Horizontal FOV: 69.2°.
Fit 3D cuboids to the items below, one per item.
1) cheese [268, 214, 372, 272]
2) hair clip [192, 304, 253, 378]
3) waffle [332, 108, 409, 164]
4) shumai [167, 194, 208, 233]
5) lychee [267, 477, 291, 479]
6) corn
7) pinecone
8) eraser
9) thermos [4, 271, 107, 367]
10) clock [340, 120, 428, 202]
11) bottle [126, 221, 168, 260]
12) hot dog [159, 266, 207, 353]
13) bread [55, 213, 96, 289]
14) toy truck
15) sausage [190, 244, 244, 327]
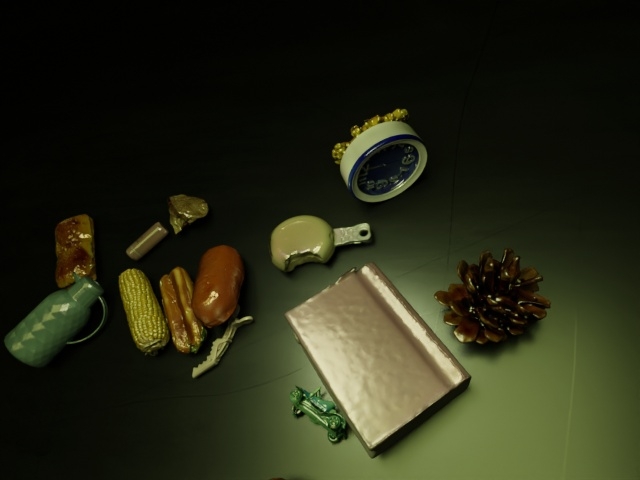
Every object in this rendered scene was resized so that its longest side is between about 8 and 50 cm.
[{"bbox_3d":[0.000,0.000,1.281,0.286,0.082,0.163,-8,63,14],"label":"cheese"},{"bbox_3d":[-0.264,0.283,1.255,0.072,0.034,0.226,25,75,27],"label":"hair clip"},{"bbox_3d":[0.137,-0.287,1.301,0.228,0.231,0.051,-30,85,-4],"label":"waffle"},{"bbox_3d":[-0.429,-0.094,1.481,0.123,0.105,0.139,-14,61,-40],"label":"shumai"},{"bbox_3d":[-0.088,0.603,0.955,0.194,0.194,0.194,-8,62,15],"label":"lychee"},{"bbox_3d":[-0.516,0.198,1.350,0.106,0.106,0.293,-33,56,1],"label":"corn"},{"bbox_3d":[0.385,0.120,1.027,0.228,0.201,0.202,-23,71,-22],"label":"pinecone"},{"bbox_3d":[0.119,0.257,1.068,0.272,0.122,0.359,-33,57,-12],"label":"eraser"},{"bbox_3d":[-0.770,0.243,1.392,0.182,0.145,0.286,45,82,-1],"label":"thermos"},{"bbox_3d":[0.169,-0.206,1.239,0.230,0.230,0.083,-26,58,5],"label":"clock"},{"bbox_3d":[-0.553,0.004,1.482,0.140,0.053,0.053,-44,59,-5],"label":"bottle"},{"bbox_3d":[-0.393,0.200,1.318,0.115,0.072,0.269,-26,61,4],"label":"hot dog"},{"bbox_3d":[-0.811,0.033,1.542,0.139,0.077,0.271,-23,57,4],"label":"bread"},{"bbox_3d":[0.002,0.399,1.091,0.154,0.080,0.078,26,48,28],"label":"toy truck"},{"bbox_3d":[-0.278,0.117,1.273,0.133,0.133,0.258,-12,41,13],"label":"sausage"}]
